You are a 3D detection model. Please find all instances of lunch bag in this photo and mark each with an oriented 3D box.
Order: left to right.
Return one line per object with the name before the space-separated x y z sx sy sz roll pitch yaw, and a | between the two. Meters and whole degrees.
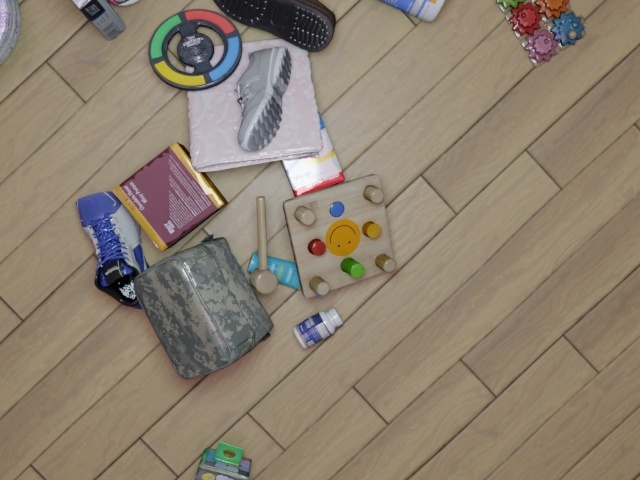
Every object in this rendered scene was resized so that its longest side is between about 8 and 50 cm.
lunch bag | -0.262 0.154 1.793 0.212 0.256 0.305 -26 93 36

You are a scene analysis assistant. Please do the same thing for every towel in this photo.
towel | -0.167 -0.336 1.802 0.316 0.053 0.332 -7 69 -2

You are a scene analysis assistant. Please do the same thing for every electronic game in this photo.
electronic game | -0.304 -0.465 1.798 0.229 0.048 0.229 0 70 1

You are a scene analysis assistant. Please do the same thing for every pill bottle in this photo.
pill bottle | -0.005 0.222 1.894 0.120 0.067 0.067 -30 94 0
pill bottle | 0.182 -0.654 1.800 0.271 0.152 0.152 23 93 -4

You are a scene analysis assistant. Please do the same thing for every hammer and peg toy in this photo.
hammer and peg toy | 0.000 0.000 1.783 0.361 0.127 0.266 -17 110 -17

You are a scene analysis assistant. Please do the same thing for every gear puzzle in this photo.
gear puzzle | 0.533 -0.626 1.869 0.175 0.044 0.339 -33 94 0

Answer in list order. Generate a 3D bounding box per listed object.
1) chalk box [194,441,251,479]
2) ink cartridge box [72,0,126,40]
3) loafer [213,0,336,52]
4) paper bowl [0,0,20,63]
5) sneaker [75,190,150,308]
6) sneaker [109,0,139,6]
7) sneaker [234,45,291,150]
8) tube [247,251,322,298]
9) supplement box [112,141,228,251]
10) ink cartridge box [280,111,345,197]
chalk box | -0.254 0.616 1.881 0.132 0.132 0.213 17 92 -2
ink cartridge box | -0.594 -0.628 1.696 0.072 0.303 0.307 -41 94 0
loafer | -0.118 -0.584 1.824 0.365 0.130 0.134 34 125 5
paper bowl | -0.865 -0.534 1.769 0.284 0.148 0.285 0 94 -3
sneaker | -0.495 0.029 1.805 0.127 0.182 0.316 -24 95 -2
sneaker | -0.436 -0.709 1.792 0.120 0.112 0.299 33 93 -4
sneaker | -0.151 -0.329 1.734 0.115 0.105 0.281 6 62 18
tube | -0.082 0.084 1.896 0.207 0.052 0.080 17 104 -9
supplement box | -0.366 -0.108 1.826 0.194 0.129 0.191 -38 95 0
ink cartridge box | -0.025 -0.191 1.859 0.134 0.078 0.231 -22 94 -3
